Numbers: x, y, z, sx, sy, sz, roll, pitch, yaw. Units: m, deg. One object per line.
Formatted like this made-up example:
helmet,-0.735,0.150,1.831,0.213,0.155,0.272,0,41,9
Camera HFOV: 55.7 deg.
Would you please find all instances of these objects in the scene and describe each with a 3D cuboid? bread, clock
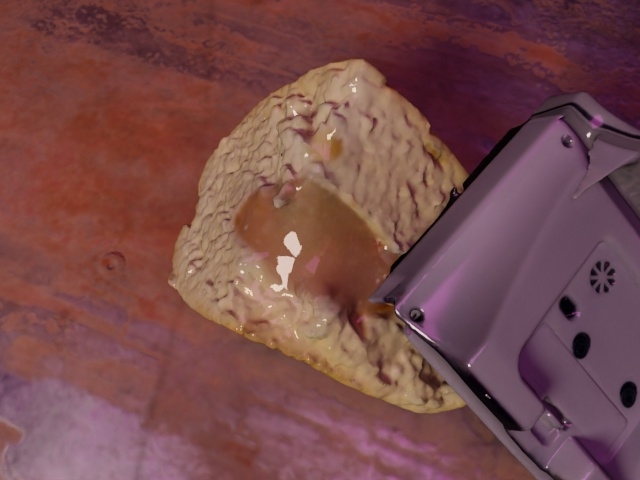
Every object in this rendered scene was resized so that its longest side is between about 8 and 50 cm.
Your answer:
bread,0.004,0.004,0.475,0.211,0.224,0.184,8,71,53
clock,0.173,0.056,0.382,0.186,0.083,0.253,-47,106,-12
